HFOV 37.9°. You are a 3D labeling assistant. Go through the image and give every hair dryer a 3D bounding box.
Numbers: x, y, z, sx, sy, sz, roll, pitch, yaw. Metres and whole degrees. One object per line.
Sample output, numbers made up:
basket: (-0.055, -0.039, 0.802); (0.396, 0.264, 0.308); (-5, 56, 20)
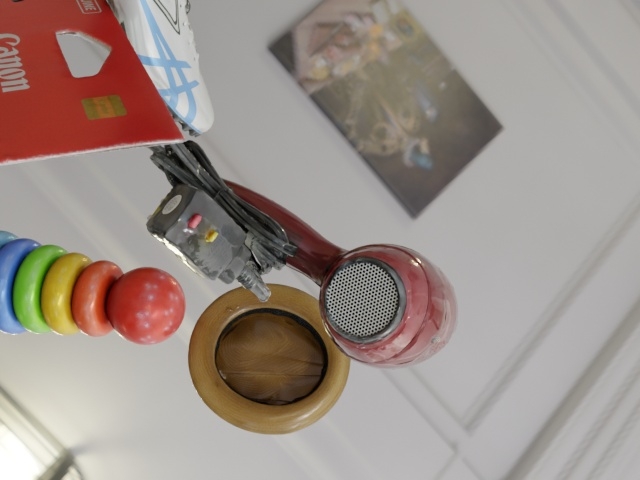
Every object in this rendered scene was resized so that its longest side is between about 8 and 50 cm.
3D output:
hair dryer: (0.000, 0.000, 0.620); (0.080, 0.293, 0.223); (-50, -150, 9)

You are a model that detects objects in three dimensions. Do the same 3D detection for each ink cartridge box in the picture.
ink cartridge box: (-0.255, -0.134, 0.617); (0.261, 0.066, 0.296); (-14, -143, -17)

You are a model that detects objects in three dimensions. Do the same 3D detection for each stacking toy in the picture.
stacking toy: (-0.315, 0.063, 1.091); (0.141, 0.330, 0.141); (9, 90, -75)

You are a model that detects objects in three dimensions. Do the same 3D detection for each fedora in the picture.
fedora: (-0.063, 0.146, 1.130); (0.194, 0.194, 0.079); (-44, 174, -16)

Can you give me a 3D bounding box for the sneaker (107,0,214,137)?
sneaker: (-0.133, -0.190, 0.756); (0.086, 0.237, 0.085); (-27, -147, -5)
